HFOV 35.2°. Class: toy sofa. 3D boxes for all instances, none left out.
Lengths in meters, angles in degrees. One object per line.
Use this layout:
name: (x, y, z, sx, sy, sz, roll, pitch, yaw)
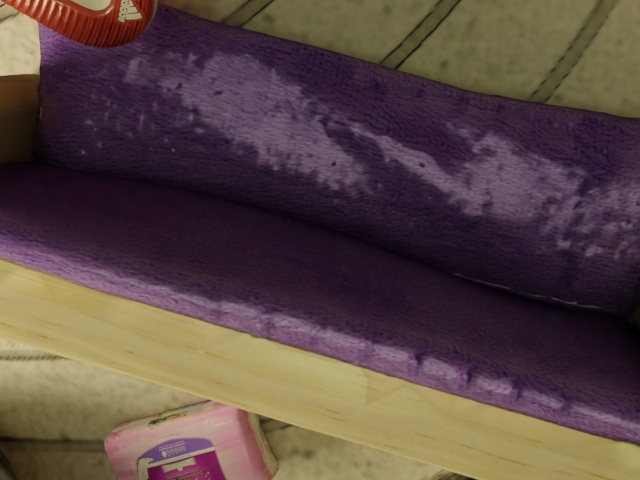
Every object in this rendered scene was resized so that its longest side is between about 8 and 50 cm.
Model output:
toy sofa: (0.000, 0.000, 0.452, 0.363, 0.150, 0.177, 16, 104, 3)

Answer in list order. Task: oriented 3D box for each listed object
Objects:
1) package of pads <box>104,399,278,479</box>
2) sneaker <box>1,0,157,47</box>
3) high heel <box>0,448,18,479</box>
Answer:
package of pads: (-0.069, 0.115, 0.543, 0.083, 0.032, 0.050, -17, 98, 10)
sneaker: (-0.146, -0.180, 0.454, 0.221, 0.128, 0.087, 33, 139, -3)
high heel: (-0.192, 0.222, 0.577, 0.186, 0.093, 0.261, 28, 124, 29)
